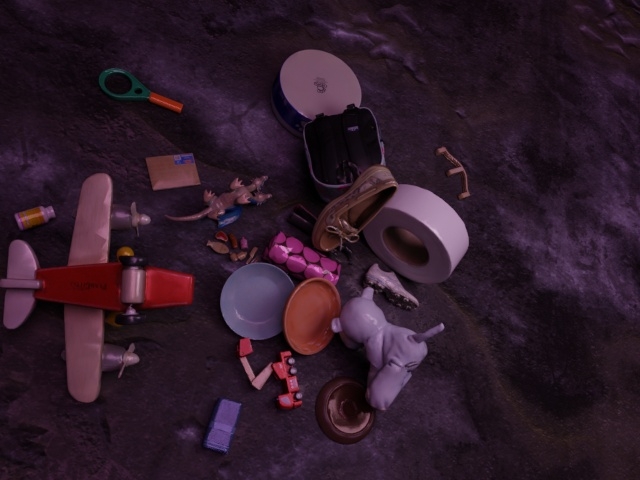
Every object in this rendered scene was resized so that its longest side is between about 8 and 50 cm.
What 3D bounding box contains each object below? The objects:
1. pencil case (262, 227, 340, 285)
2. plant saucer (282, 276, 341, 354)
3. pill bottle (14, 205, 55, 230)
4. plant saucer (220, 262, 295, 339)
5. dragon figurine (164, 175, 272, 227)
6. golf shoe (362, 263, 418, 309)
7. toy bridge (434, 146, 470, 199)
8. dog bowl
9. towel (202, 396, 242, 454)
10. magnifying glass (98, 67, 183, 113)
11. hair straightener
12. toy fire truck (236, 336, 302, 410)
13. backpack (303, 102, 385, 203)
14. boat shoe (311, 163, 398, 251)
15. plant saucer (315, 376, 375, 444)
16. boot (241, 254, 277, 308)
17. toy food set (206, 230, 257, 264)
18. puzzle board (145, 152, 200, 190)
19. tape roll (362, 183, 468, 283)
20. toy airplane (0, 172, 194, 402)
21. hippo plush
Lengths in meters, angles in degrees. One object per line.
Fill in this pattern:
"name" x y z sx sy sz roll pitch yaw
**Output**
"pencil case" -0.046 0.052 1.546 0.209 0.095 0.098 31 41 -10
"plant saucer" -0.027 0.191 1.478 0.199 0.037 0.200 -8 101 -44
"pill bottle" -0.679 -0.056 1.370 0.083 0.043 0.043 -22 79 -26
"plant saucer" -0.158 0.153 1.464 0.194 0.037 0.195 0 91 -13
"dragon figurine" -0.255 -0.091 1.521 0.289 0.144 0.085 -29 83 -8
"golf shoe" 0.209 0.127 1.626 0.176 0.069 0.086 32 56 -8
"toy bridge" 0.438 -0.224 1.872 0.063 0.026 0.188 -18 77 -28
"dog bowl" -0.014 -0.438 1.740 0.264 0.104 0.265 7 67 -18
"towel" -0.231 0.435 1.356 0.067 0.029 0.120 22 64 -12
"magnifying glass" -0.495 -0.407 1.592 0.230 0.026 0.092 19 64 -11
"hair straightener" 0.000 0.000 1.607 0.230 0.047 0.089 42 49 -8
"toy fire truck" -0.129 0.331 1.425 0.135 0.047 0.192 -7 73 -23
"backpack" 0.073 -0.220 1.604 0.225 0.191 0.254 -14 53 4
"boat shoe" 0.083 -0.069 1.488 0.104 0.285 0.089 24 25 -35
"plant saucer" 0.070 0.432 1.472 0.168 0.029 0.169 7 67 -17
"boot" -0.151 0.110 1.509 0.114 0.037 0.106 33 75 -2
"toy food set" -0.233 0.016 1.528 0.122 0.019 0.078 29 62 1
"puzzle board" -0.397 -0.185 1.548 0.128 0.011 0.097 -10 72 -25
"tape roll" 0.255 -0.014 1.574 0.286 0.286 0.100 41 62 -1
"toy airplane" -0.497 0.104 1.285 0.386 0.272 0.384 -45 77 7
"hippo plush" 0.129 0.269 1.444 0.236 0.294 0.234 36 74 15
